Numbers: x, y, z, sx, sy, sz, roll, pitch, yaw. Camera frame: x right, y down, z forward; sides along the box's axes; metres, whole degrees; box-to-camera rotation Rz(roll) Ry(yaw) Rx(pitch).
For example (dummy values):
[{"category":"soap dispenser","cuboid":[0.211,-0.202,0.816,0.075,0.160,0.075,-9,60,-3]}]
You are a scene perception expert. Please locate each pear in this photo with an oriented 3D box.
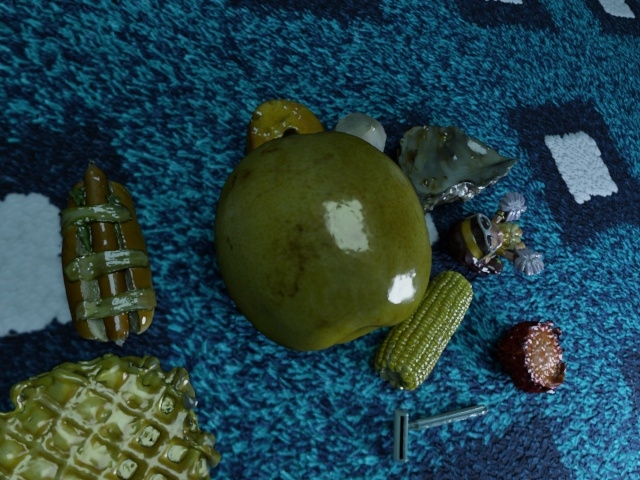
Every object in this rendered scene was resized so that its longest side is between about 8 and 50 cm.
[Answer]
[{"category":"pear","cuboid":[0.000,0.000,0.602,0.315,0.314,0.314,8,68,-21]}]

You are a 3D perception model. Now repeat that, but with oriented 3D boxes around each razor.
[{"category":"razor","cuboid":[0.210,0.314,0.730,0.211,0.036,0.084,-1,96,-30]}]

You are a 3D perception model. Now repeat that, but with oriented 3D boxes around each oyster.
[{"category":"oyster","cuboid":[0.250,-0.150,0.889,0.396,0.111,0.204,-30,69,-31]}]

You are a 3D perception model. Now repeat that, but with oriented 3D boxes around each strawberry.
[{"category":"strawberry","cuboid":[0.411,0.226,0.816,0.145,0.086,0.145,7,70,-20]}]

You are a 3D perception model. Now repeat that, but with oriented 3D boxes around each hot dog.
[{"category":"hot dog","cuboid":[-0.302,0.017,0.589,0.110,0.072,0.269,-8,76,-29]}]

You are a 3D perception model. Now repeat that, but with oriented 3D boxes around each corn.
[{"category":"corn","cuboid":[0.187,0.152,0.742,0.093,0.093,0.244,46,59,-3]}]

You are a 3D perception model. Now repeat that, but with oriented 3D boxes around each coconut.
[{"category":"coconut","cuboid":[0.070,-0.190,0.797,0.110,0.124,0.110,7,71,-22]}]

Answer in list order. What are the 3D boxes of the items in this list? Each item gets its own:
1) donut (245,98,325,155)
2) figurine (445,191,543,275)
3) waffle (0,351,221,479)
[{"category":"donut","cuboid":[-0.063,-0.169,0.769,0.162,0.065,0.178,13,65,-25]},{"category":"figurine","cuboid":[0.361,-0.002,0.863,0.240,0.116,0.174,-4,75,-31]},{"category":"waffle","cuboid":[-0.269,0.274,0.513,0.281,0.060,0.262,-9,75,-26]}]
